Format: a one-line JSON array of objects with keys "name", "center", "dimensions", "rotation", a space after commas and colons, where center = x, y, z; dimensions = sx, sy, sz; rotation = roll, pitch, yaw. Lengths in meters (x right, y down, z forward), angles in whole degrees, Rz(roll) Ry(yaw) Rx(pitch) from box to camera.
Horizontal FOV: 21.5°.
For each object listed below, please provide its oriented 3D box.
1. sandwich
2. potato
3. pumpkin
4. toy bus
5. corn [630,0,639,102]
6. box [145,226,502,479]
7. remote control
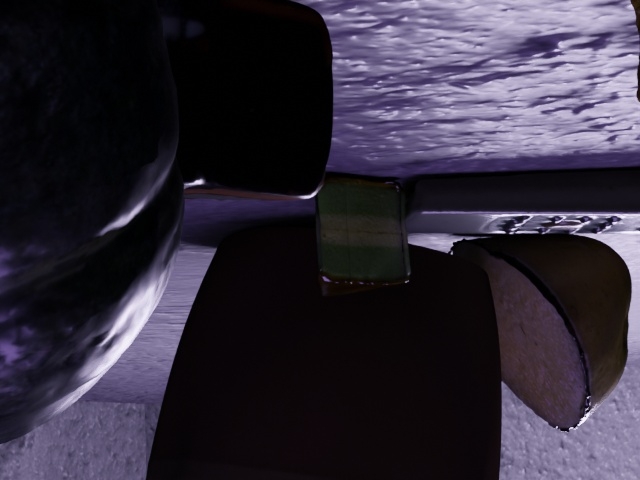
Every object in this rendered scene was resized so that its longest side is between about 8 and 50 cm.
[{"name": "sandwich", "center": [0.000, 0.000, 1.175], "dimensions": [0.074, 0.074, 0.116], "rotation": [1, 172, -32]}, {"name": "potato", "center": [0.207, 0.054, 1.425], "dimensions": [0.117, 0.182, 0.202], "rotation": [-30, 146, -16]}, {"name": "pumpkin", "center": [-0.123, -0.044, 0.462], "dimensions": [0.152, 0.211, 0.211], "rotation": [-23, -172, -43]}, {"name": "toy bus", "center": [-0.176, -0.071, 0.613], "dimensions": [0.409, 0.093, 0.092], "rotation": [5, 176, -37]}, {"name": "corn", "center": [0.247, -0.085, 0.622], "dimensions": [0.260, 0.091, 0.091], "rotation": [-4, -148, 10]}, {"name": "box", "center": [0.011, 0.118, 1.382], "dimensions": [0.301, 0.216, 0.301], "rotation": [8, 167, 2]}, {"name": "remote control", "center": [0.197, -0.022, 1.197], "dimensions": [0.285, 0.038, 0.123], "rotation": [-2, 172, -3]}]
